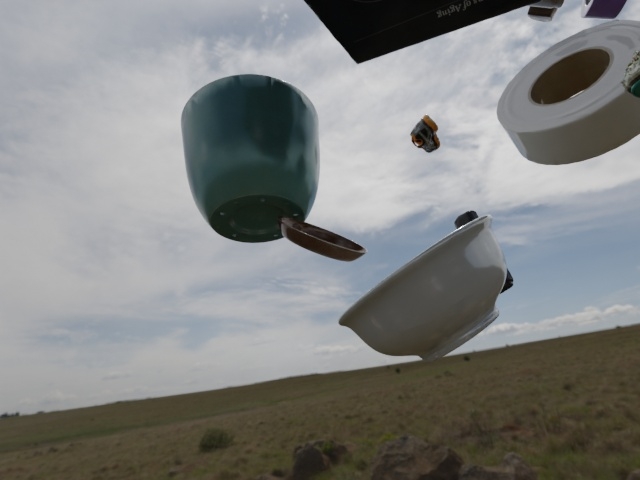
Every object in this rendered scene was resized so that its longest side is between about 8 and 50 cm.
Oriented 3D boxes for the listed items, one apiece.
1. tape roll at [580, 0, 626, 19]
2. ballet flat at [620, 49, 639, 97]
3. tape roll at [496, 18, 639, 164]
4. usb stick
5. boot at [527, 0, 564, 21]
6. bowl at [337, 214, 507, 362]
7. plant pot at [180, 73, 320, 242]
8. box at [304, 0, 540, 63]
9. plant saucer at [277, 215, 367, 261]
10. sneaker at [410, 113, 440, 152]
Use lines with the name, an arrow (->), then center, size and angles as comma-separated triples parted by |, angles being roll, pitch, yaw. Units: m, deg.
tape roll -> 0.801, -0.717, 1.122 | 0.080, 0.189, 0.189 | 13, -14, 16
ballet flat -> 0.505, -0.273, 0.510 | 0.091, 0.077, 0.241 | 20, -20, -19
tape roll -> 0.506, -0.288, 0.800 | 0.286, 0.286, 0.100 | -25, -54, 39
usb stick -> 0.465, 0.027, 1.173 | 0.077, 0.278, 0.045 | -38, -46, 28
boot -> 0.558, -0.660, 0.948 | 0.109, 0.220, 0.283 | 25, 25, 28
bowl -> 0.184, 0.100, 0.651 | 0.298, 0.134, 0.298 | -32, -16, -10
plant pot -> -0.134, -0.137, 0.824 | 0.293, 0.235, 0.293 | -6, -28, -3
box -> 0.129, -0.542, 0.496 | 0.479, 0.297, 0.471 | 4, -24, 45
plant saucer -> 0.000, 0.000, 0.712 | 0.168, 0.029, 0.168 | 20, 7, -3
sneaker -> 0.349, -0.348, 1.382 | 0.083, 0.084, 0.215 | -42, -23, 7
